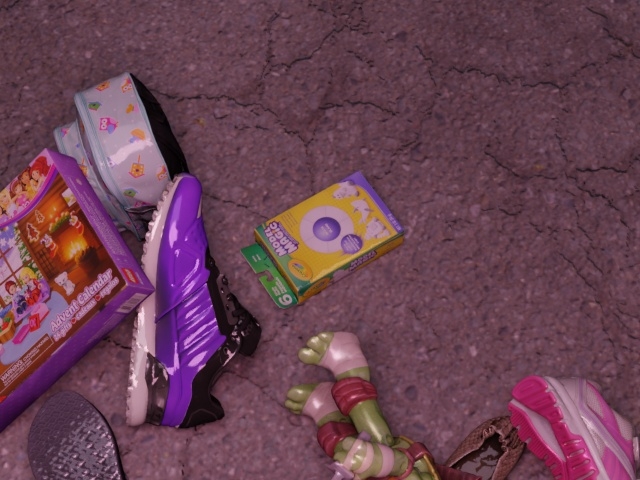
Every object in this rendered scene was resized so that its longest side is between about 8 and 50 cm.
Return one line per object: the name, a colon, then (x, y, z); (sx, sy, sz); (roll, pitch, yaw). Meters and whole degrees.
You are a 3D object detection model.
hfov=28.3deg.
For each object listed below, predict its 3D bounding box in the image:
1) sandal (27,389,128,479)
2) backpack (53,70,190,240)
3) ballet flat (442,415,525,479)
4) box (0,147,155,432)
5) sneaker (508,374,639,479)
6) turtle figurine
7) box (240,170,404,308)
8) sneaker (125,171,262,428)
sandal: (-0.245, 0.287, 1.405); (0.097, 0.054, 0.254); (-29, 76, -6)
backpack: (-0.237, -0.102, 1.522); (0.144, 0.188, 0.166); (-17, 65, -9)
ballet flat: (0.144, 0.289, 1.394); (0.084, 0.058, 0.250); (36, 68, 18)
box: (-0.345, 0.068, 1.427); (0.293, 0.057, 0.201); (-42, 65, 15)
sneaker: (0.311, 0.253, 1.388); (0.111, 0.103, 0.252); (-14, 76, -34)
turtle figurine: (0.012, 0.244, 1.331); (0.274, 0.198, 0.266); (-28, 51, 2)
box: (0.000, 0.000, 1.553); (0.179, 0.043, 0.105); (-31, 66, -13)
sneaker: (-0.137, 0.073, 1.451); (0.146, 0.102, 0.293); (8, 92, -7)
